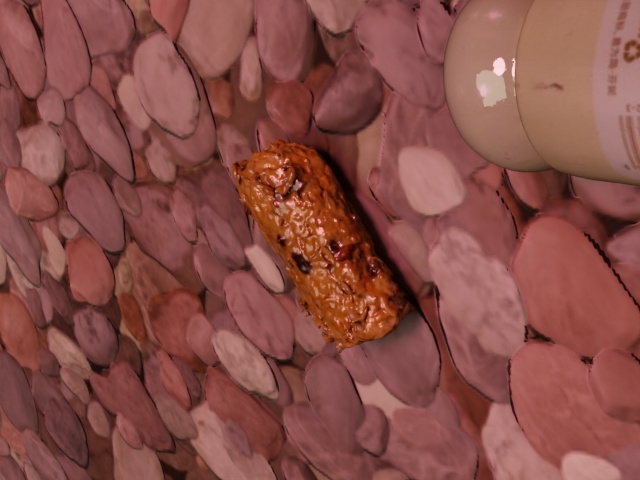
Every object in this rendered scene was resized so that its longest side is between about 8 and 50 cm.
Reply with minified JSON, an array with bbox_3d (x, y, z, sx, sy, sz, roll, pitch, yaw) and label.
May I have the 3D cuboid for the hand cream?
[{"bbox_3d":[0.180,-0.070,0.506,0.306,0.093,0.147,7,81,49],"label":"hand cream"}]

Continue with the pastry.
[{"bbox_3d":[0.000,0.000,0.805,0.140,0.056,0.080,59,151,-2],"label":"pastry"}]
